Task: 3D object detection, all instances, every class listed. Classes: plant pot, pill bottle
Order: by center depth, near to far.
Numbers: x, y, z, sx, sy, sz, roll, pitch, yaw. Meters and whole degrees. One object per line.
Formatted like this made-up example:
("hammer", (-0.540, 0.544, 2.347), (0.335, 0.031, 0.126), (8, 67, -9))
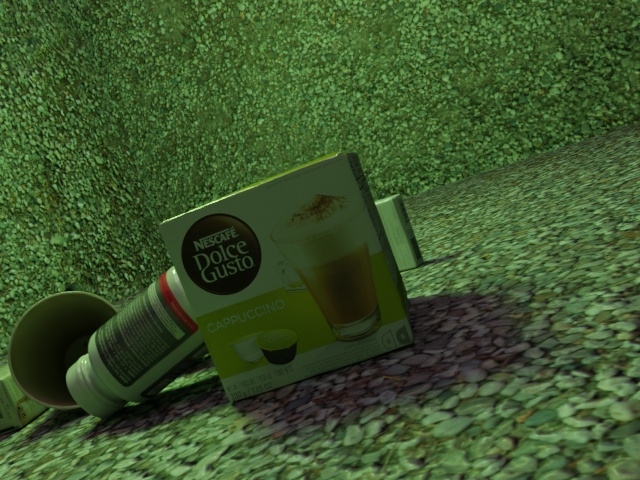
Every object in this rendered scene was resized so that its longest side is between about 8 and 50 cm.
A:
("pill bottle", (-0.341, 0.206, 1.267), (0.318, 0.176, 0.176), (-39, 4, 7))
("plant pot", (-0.569, 0.272, 1.526), (0.256, 0.257, 0.274), (-22, -10, -15))

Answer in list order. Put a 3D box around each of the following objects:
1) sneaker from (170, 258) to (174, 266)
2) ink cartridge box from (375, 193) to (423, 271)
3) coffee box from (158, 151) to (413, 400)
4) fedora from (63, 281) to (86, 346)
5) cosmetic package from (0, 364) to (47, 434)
("sneaker", (-0.309, 0.144, 1.601), (0.121, 0.302, 0.108), (-38, -31, -13))
("ink cartridge box", (0.135, 0.000, 1.685), (0.232, 0.189, 0.066), (-17, 6, 39))
("coffee box", (-0.042, 0.042, 1.193), (0.337, 0.335, 0.338), (-20, 6, 9))
("fedora", (-0.715, 0.284, 1.950), (0.152, 0.334, 0.334), (12, -15, -34))
("cosmetic package", (-0.747, 0.371, 1.619), (0.153, 0.129, 0.296), (-20, 6, 14))
